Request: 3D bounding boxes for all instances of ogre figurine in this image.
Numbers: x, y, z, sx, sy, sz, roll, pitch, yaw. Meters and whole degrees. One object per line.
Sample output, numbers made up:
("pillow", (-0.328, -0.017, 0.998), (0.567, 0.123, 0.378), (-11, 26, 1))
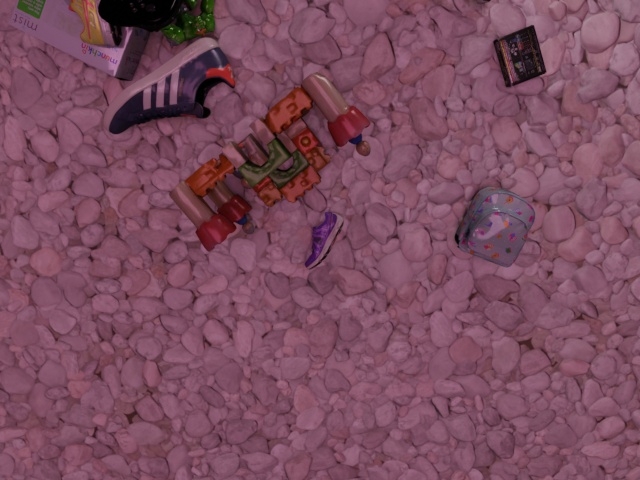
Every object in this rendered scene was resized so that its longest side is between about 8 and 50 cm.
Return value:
("ogre figurine", (-0.317, -0.536, 1.178), (0.097, 0.197, 0.118), (0, 125, 25))

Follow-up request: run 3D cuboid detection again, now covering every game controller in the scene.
("game controller", (-0.354, -0.580, 1.071), (0.166, 0.067, 0.319), (12, 67, 2))

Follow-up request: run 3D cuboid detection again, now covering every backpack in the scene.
("backpack", (0.455, -0.039, 1.289), (0.166, 0.144, 0.188), (22, 101, 1))

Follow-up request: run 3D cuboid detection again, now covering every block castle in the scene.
("block castle", (-0.101, -0.176, 1.177), (0.453, 0.303, 0.213), (-37, 102, 10))

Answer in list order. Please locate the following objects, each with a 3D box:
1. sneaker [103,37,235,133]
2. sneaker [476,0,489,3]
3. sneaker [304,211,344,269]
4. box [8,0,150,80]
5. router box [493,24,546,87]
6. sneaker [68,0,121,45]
("sneaker", (-0.365, -0.338, 1.227), (0.350, 0.131, 0.148), (-33, 99, 9))
("sneaker", (0.313, -0.732, 1.137), (0.147, 0.145, 0.385), (-9, 109, 35))
("sneaker", (0.000, 0.000, 1.353), (0.071, 0.068, 0.170), (29, 94, 9))
("box", (-0.545, -0.545, 1.181), (0.262, 0.127, 0.231), (26, 101, -7))
("router box", (0.493, -0.454, 1.234), (0.092, 0.038, 0.122), (-20, 103, 5))
("sneaker", (-0.505, -0.527, 1.080), (0.094, 0.081, 0.208), (-6, 104, 3))
